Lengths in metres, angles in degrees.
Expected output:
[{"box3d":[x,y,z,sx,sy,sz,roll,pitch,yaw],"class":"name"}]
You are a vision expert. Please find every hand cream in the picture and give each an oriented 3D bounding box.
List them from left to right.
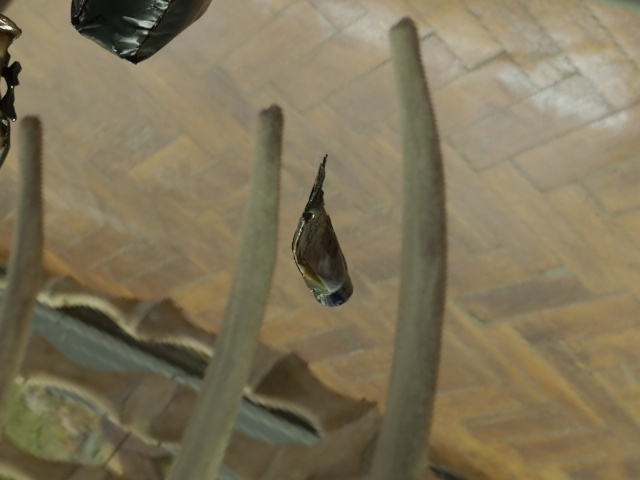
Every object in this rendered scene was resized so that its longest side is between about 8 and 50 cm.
[{"box3d":[0.000,0.000,0.921,0.039,0.062,0.163,14,149,18],"class":"hand cream"}]

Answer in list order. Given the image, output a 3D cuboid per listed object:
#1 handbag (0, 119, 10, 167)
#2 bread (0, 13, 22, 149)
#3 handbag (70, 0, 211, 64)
[{"box3d":[-0.461,-0.110,1.242,0.219,0.256,0.079,24,139,-18],"class":"handbag"},{"box3d":[-0.271,-0.056,0.482,0.134,0.260,0.129,41,134,36],"class":"bread"},{"box3d":[-0.190,-0.332,1.327,0.155,0.215,0.169,27,126,-8],"class":"handbag"}]
